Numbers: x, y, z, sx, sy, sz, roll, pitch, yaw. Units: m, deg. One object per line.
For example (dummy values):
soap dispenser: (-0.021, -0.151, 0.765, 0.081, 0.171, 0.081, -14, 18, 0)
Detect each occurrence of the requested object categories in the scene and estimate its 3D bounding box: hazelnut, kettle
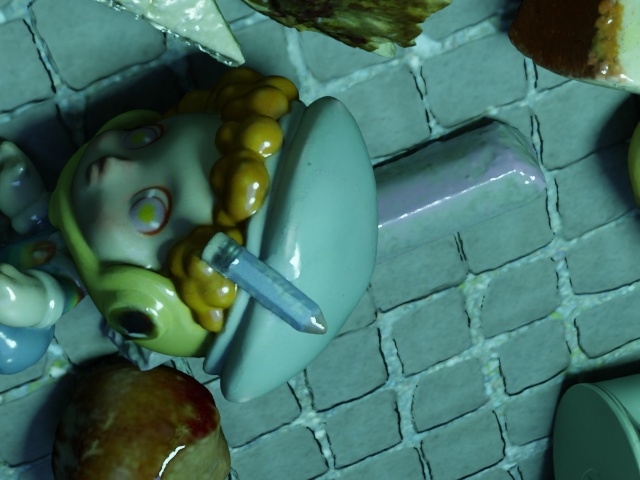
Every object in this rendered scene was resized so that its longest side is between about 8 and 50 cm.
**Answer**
hazelnut: (-0.145, 0.168, 1.263, 0.143, 0.143, 0.154, -4, 122, -21)
kettle: (0.388, 0.203, 1.501, 0.318, 0.265, 0.205, -10, 100, -17)

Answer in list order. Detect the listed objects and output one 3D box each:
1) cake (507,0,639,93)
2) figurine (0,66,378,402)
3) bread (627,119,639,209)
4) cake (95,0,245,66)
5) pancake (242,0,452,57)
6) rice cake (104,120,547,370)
cake: (0.254, -0.209, 1.089, 0.158, 0.159, 0.262, 2, 125, -22)
figurine: (-0.141, 0.011, 1.109, 0.382, 0.224, 0.205, -7, 133, 19)
bread: (0.330, -0.050, 1.298, 0.147, 0.098, 0.217, -35, 136, 6)
cake: (-0.143, -0.181, 0.987, 0.117, 0.086, 0.220, -27, 134, -1)
pancake: (-0.006, -0.204, 1.016, 0.212, 0.056, 0.257, 15, 152, -10)
rice cake: (0.000, 0.000, 1.220, 0.365, 0.072, 0.056, -22, 136, -2)
